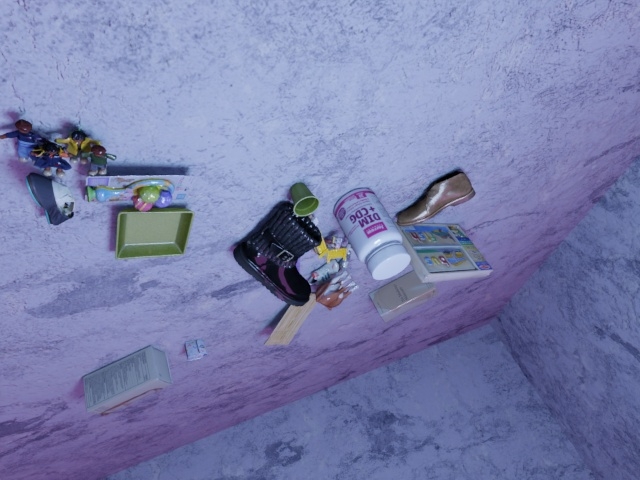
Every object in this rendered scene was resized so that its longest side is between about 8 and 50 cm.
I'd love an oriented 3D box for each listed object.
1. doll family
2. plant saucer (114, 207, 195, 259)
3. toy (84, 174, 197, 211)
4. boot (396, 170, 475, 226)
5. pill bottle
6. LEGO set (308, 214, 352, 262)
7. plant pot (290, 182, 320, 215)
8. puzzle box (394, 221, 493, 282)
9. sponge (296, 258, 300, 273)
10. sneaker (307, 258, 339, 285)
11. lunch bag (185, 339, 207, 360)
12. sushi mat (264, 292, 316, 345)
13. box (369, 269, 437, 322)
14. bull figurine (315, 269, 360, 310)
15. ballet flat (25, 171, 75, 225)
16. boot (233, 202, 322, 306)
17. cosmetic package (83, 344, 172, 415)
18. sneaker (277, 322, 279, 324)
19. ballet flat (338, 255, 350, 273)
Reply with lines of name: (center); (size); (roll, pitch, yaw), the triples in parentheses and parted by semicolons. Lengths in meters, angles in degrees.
doll family: (-0.521, -0.184, 0.821); (0.193, 0.076, 0.111); (-10, 164, -32)
plant saucer: (-0.457, -0.028, 1.119); (0.188, 0.045, 0.188); (-3, 141, -32)
toy: (-0.428, -0.105, 0.983); (0.237, 0.056, 0.137); (-2, 162, -32)
boot: (0.412, -0.157, 1.531); (0.305, 0.112, 0.115); (-28, 118, 11)
pill bottle: (0.169, -0.022, 1.346); (0.160, 0.283, 0.160); (-19, 147, -13)
LEGO set: (0.000, 0.000, 1.467); (0.287, 0.107, 0.132); (23, 89, -45)
plant pot: (-0.055, -0.129, 1.226); (0.083, 0.079, 0.083); (-19, 148, -13)
puzzle box: (0.499, 0.041, 1.680); (0.409, 0.272, 0.052); (-1, 140, -35)
sponge: (-0.131, 0.074, 1.507); (0.117, 0.031, 0.210); (-16, 147, -16)
sneaker: (0.009, 0.136, 1.668); (0.075, 0.057, 0.161); (0, 142, -44)
lunch bag: (-0.529, 0.464, 1.744); (0.083, 0.071, 0.053); (-5, 138, -27)
sushi mat: (-0.123, 0.356, 1.852); (0.151, 0.019, 0.316); (17, 112, -46)
box: (0.420, 0.275, 2.077); (0.311, 0.148, 0.121); (-29, 147, 2)
bull figurine: (0.062, 0.218, 1.719); (0.188, 0.101, 0.310); (-38, 169, 1)
ballet flat: (-0.579, -0.092, 0.894); (0.074, 0.074, 0.203); (-9, 163, -25)
boot: (-0.083, 0.060, 1.353); (0.260, 0.131, 0.348); (-37, 125, 17)
cosmetic package: (-0.770, 0.562, 1.641); (0.296, 0.153, 0.129); (-24, 149, -2)
sneaker: (-0.151, 0.388, 1.913); (0.054, 0.061, 0.152); (2, 137, -35)
ballet flat: (0.089, 0.107, 1.700); (0.114, 0.041, 0.041); (-42, 144, 23)
